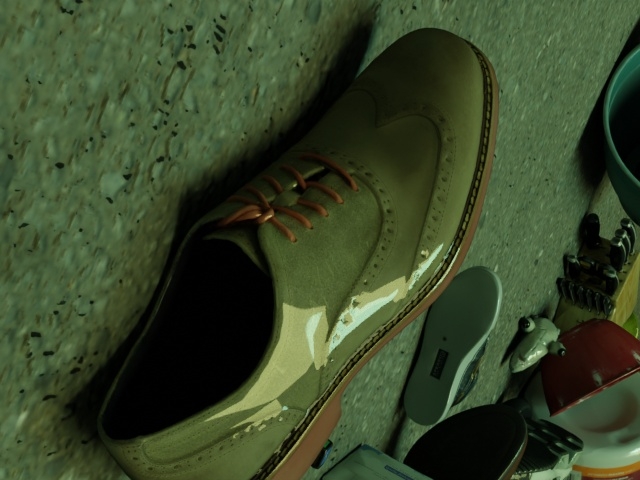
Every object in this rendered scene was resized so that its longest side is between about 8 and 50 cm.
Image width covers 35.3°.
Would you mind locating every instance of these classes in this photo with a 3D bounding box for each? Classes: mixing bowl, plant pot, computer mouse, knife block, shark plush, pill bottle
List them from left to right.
[{"bbox_3d":[0.230,0.328,1.461,0.242,0.041,0.071,-52,138,-15],"label":"computer mouse"},{"bbox_3d":[0.305,0.139,1.458,0.067,0.073,0.161,-54,-178,21],"label":"shark plush"},{"bbox_3d":[0.443,0.408,1.682,0.224,0.224,0.392,-44,141,-40],"label":"pill bottle"},{"bbox_3d":[0.398,0.178,1.495,0.181,0.098,0.181,-25,164,-8],"label":"mixing bowl"},{"bbox_3d":[0.460,0.044,1.609,0.275,0.088,0.242,-28,136,-54],"label":"knife block"},{"bbox_3d":[0.520,-0.123,1.399,0.272,0.271,0.255,-62,164,-11],"label":"plant pot"}]

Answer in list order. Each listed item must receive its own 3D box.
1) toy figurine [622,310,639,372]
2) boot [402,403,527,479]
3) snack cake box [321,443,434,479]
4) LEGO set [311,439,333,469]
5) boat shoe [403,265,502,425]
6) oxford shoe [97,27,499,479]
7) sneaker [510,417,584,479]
[{"bbox_3d":[0.511,0.302,1.842,0.217,0.191,0.363,5,107,-60],"label":"toy figurine"},{"bbox_3d":[0.176,0.311,1.148,0.264,0.096,0.280,-55,144,3],"label":"boot"},{"bbox_3d":[0.056,0.353,0.973,0.089,0.152,0.264,-22,131,-57],"label":"snack cake box"},{"bbox_3d":[-0.069,0.248,0.782,0.244,0.060,0.182,-59,167,-14],"label":"LEGO set"},{"bbox_3d":[0.145,0.103,1.052,0.083,0.065,0.183,-17,133,-61],"label":"boat shoe"},{"bbox_3d":[0.000,0.000,0.587,0.348,0.123,0.130,-61,150,-16],"label":"oxford shoe"},{"bbox_3d":[0.249,0.327,1.354,0.330,0.122,0.146,14,104,-53],"label":"sneaker"}]
